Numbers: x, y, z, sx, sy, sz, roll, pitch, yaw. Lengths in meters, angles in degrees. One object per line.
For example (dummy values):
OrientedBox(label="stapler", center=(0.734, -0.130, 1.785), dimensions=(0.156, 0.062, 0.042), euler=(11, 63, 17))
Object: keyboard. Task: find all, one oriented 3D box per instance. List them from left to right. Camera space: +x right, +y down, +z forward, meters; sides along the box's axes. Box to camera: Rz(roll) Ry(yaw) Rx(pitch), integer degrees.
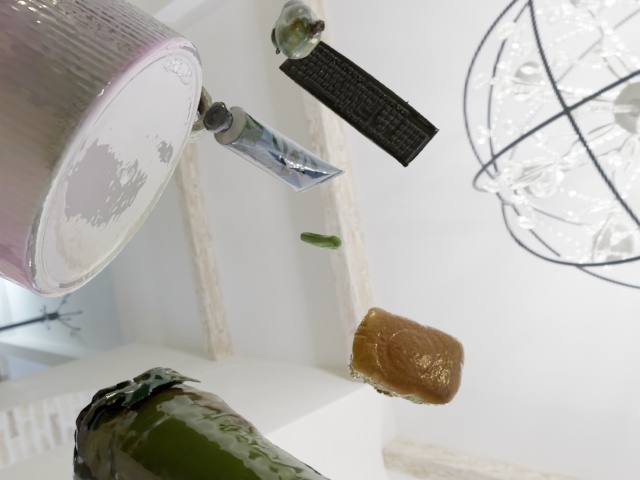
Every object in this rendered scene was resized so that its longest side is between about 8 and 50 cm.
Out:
OrientedBox(label="keyboard", center=(0.057, -0.212, 0.895), dimensions=(0.250, 0.087, 0.017), euler=(40, -10, 11))

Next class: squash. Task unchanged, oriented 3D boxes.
OrientedBox(label="squash", center=(0.001, 0.000, 0.934), dimensions=(0.089, 0.027, 0.027), euler=(11, -73, 50))

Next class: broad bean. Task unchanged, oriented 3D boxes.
OrientedBox(label="broad bean", center=(-0.029, -0.249, 0.707), dimensions=(0.070, 0.048, 0.213), euler=(-64, -164, 11))

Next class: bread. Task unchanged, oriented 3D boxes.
OrientedBox(label="bread", center=(0.182, 0.253, 1.292), dimensions=(0.245, 0.174, 0.121), euler=(21, -22, 3))

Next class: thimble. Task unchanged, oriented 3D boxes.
OrientedBox(label="thimble", center=(-0.245, -0.231, 1.065), dimensions=(0.090, 0.115, 0.102), euler=(162, -54, -72))

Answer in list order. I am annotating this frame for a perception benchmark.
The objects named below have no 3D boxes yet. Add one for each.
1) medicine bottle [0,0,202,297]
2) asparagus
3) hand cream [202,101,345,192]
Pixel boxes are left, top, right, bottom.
OrientedBox(label="medicine bottle", center=(-0.259, -0.119, 0.409), dimensions=(0.302, 0.241, 0.241), euler=(30, -54, 1))
OrientedBox(label="asparagus", center=(-0.017, 0.185, 0.337), dimensions=(0.382, 0.108, 0.128), euler=(15, -77, 45))
OrientedBox(label="hand cream", center=(-0.066, -0.130, 0.905), dimensions=(0.091, 0.271, 0.058), euler=(-25, -118, 25))
